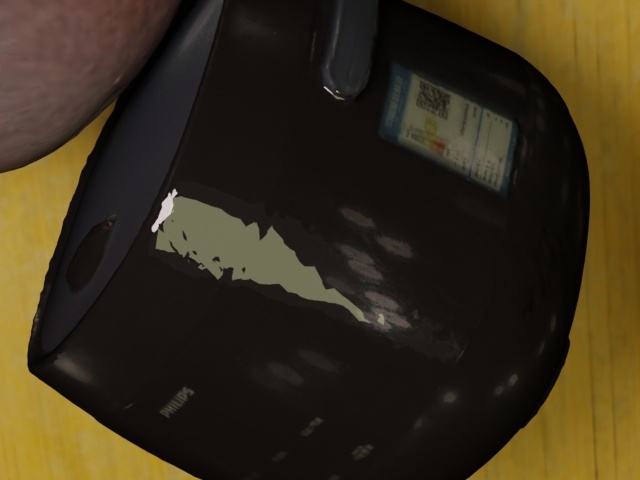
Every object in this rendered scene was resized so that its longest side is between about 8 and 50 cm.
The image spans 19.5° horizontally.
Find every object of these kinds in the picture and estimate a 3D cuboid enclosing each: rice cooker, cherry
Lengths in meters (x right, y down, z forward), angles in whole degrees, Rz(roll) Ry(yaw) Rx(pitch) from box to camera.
[{"bbox_3d":[0.000,0.000,0.913,0.224,0.267,0.267,24,107,-15],"label":"rice cooker"},{"bbox_3d":[-0.152,-0.151,0.875,0.239,0.206,0.239,-22,138,-21],"label":"cherry"}]
